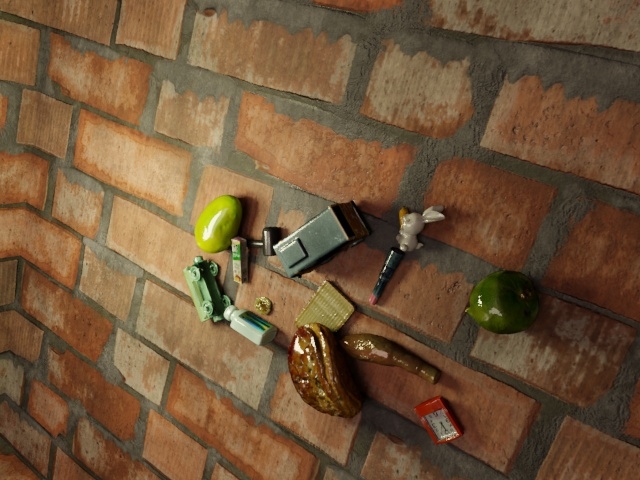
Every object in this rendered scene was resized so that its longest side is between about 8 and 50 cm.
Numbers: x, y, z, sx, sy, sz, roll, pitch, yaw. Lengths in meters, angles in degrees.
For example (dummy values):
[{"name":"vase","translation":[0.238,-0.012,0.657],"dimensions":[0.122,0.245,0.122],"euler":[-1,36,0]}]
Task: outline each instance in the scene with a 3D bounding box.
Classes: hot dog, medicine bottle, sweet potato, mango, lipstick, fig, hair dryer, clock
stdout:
[{"name":"hot dog","translation":[0.012,0.501,1.845],"dimensions":[0.267,0.174,0.387],"euler":[-25,91,49]},{"name":"medicine bottle","translation":[-0.303,0.352,2.061],"dimensions":[0.229,0.121,0.083],"euler":[28,110,24]},{"name":"sweet potato","translation":[0.246,0.413,1.774],"dimensions":[0.385,0.109,0.109],"euler":[14,103,22]},{"name":"mango","translation":[-0.428,-0.073,2.064],"dimensions":[0.185,0.149,0.273],"euler":[33,103,38]},{"name":"lipstick","translation":[0.234,0.136,1.778],"dimensions":[0.053,0.053,0.234],"euler":[32,116,23]},{"name":"fig","translation":[0.558,0.212,1.558],"dimensions":[0.203,0.203,0.235],"euler":[56,157,12]},{"name":"hair dryer","translation":[-0.270,-0.003,2.041],"dimensions":[0.248,0.071,0.114],"euler":[5,100,38]},{"name":"clock","translation":[0.422,0.632,1.724],"dimensions":[0.113,0.061,0.155],"euler":[-34,83,28]}]

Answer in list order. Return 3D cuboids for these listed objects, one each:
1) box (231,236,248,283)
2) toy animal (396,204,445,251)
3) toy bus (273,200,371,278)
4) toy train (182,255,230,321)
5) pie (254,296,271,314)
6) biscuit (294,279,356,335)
[{"name":"box","translation":[-0.339,0.085,2.065],"dimensions":[0.050,0.041,0.207],"euler":[22,122,36]},{"name":"toy animal","translation":[0.334,-0.058,1.681],"dimensions":[0.127,0.131,0.181],"euler":[19,116,-7]},{"name":"toy bus","translation":[0.000,0.000,1.803],"dimensions":[0.323,0.194,0.161],"euler":[-34,81,28]},{"name":"toy train","translation":[-0.524,0.225,2.167],"dimensions":[0.190,0.126,0.307],"euler":[-24,85,30]},{"name":"pie","translation":[-0.245,0.277,2.077],"dimensions":[0.084,0.020,0.084],"euler":[4,98,28]},{"name":"biscuit","translation":[0.016,0.297,1.928],"dimensions":[0.172,0.029,0.254],"euler":[44,114,17]}]
